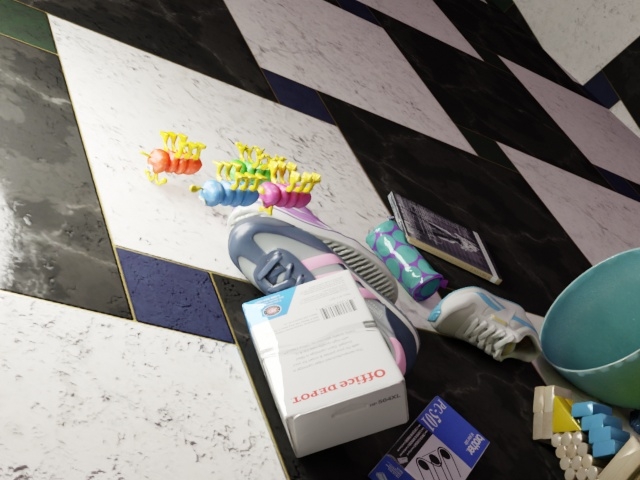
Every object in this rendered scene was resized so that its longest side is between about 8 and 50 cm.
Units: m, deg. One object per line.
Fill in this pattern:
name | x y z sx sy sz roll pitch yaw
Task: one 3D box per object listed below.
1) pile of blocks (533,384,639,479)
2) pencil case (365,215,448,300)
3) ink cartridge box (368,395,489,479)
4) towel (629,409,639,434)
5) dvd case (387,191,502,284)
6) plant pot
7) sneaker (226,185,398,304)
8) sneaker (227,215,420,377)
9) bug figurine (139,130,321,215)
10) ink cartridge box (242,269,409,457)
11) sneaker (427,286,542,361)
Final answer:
pile of blocks | 0.433 0.332 1.554 0.113 0.149 0.362 20 28 -30
pencil case | 0.143 0.032 1.828 0.070 0.064 0.151 -10 49 -36
ink cartridge box | 0.143 0.281 1.401 0.097 0.046 0.207 41 25 10
towel | 0.593 0.338 1.891 0.119 0.029 0.067 37 25 3
dvd case | 0.235 -0.005 2.069 0.221 0.018 0.164 24 25 -22
plant pot | 0.554 0.180 1.874 0.195 0.290 0.290 49 19 -21
sneaker | 0.000 -0.001 1.668 0.282 0.102 0.161 32 21 -6
sneaker | -0.002 0.083 1.494 0.319 0.112 0.131 35 21 1
bug figurine | -0.128 -0.090 1.562 0.216 0.072 0.279 2 15 -31
ink cartridge box | 0.004 0.148 1.335 0.148 0.086 0.203 -17 44 -8
sneaker | 0.274 0.141 1.774 0.229 0.087 0.092 13 35 -37
